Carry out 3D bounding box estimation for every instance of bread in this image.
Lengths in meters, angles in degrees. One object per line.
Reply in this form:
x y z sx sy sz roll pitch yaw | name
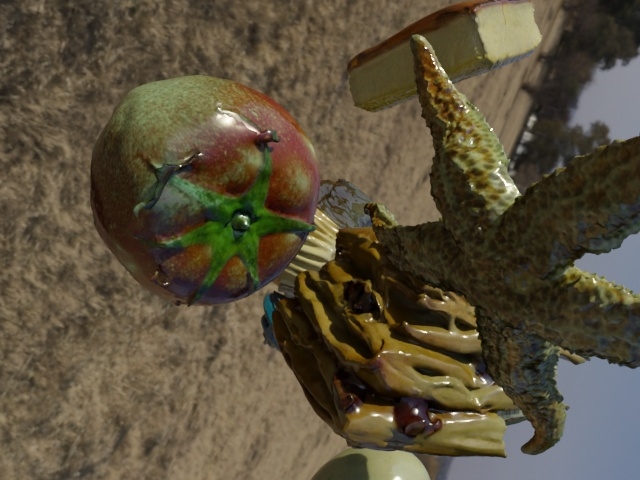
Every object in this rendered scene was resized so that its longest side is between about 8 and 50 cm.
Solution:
0.262 -0.397 1.456 0.324 0.333 0.143 -30 102 -52 | bread
0.149 0.094 0.789 0.314 0.370 0.191 -143 -121 -65 | bread
0.005 -0.012 1.580 0.236 0.183 0.388 -68 171 21 | bread

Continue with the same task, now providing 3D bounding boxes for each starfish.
0.137 -0.002 0.458 0.078 0.347 0.357 -22 156 -26 | starfish

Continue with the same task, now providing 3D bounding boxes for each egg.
0.069 0.451 1.161 0.254 0.188 0.188 -33 165 -1 | egg

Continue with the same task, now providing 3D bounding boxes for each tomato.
-0.159 -0.070 0.911 0.304 0.239 0.303 -20 128 -28 | tomato

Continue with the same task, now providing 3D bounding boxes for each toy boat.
-0.055 0.182 1.305 0.092 0.134 0.299 -36 160 6 | toy boat

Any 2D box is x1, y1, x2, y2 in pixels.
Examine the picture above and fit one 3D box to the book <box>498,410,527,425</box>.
0.305 0.229 1.292 0.026 0.202 0.289 -147 -131 -69 | book
